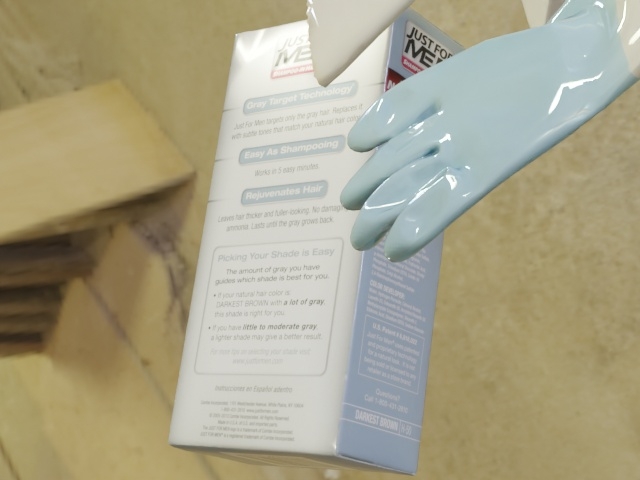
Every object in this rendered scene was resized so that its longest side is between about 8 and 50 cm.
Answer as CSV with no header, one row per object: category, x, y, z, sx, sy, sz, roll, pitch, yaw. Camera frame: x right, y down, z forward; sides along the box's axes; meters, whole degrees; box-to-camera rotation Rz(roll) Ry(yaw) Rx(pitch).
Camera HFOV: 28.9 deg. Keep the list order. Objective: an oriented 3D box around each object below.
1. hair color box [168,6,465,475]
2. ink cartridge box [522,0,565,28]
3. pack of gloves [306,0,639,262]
hair color box,0.000,0.000,1.050,0.185,0.114,0.374,-4,71,39
ink cartridge box,0.263,-0.222,0.998,0.139,0.191,0.082,63,-166,-75
pack of gloves,0.088,-0.104,0.457,0.232,0.046,0.195,-38,39,35
